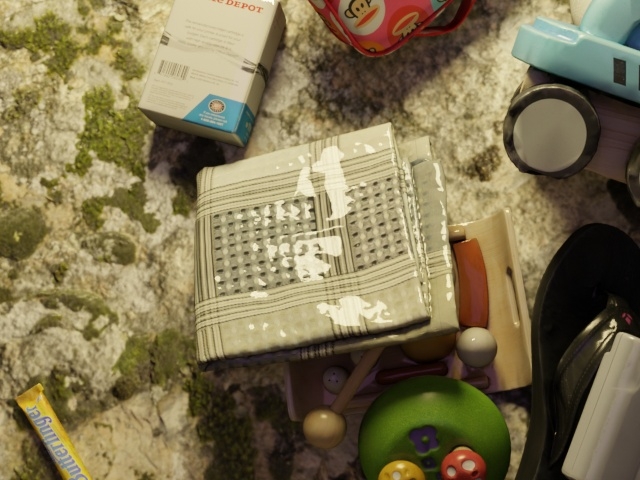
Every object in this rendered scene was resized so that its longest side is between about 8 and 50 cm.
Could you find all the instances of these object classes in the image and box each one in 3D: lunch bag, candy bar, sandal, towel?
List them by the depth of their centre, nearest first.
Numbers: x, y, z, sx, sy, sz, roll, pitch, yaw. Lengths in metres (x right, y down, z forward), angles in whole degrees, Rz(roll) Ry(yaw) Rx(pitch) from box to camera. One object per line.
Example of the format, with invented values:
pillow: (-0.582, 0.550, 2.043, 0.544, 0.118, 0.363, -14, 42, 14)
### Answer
sandal: (0.320, 0.202, 1.268, 0.167, 0.107, 0.446, 12, 85, -20)
towel: (0.000, 0.000, 1.348, 0.324, 0.056, 0.312, -10, 51, 7)
lunch bag: (0.111, -0.381, 1.404, 0.293, 0.120, 0.258, -39, 116, 0)
candy bar: (-0.342, 0.262, 1.436, 0.040, 0.018, 0.161, -34, 75, 1)

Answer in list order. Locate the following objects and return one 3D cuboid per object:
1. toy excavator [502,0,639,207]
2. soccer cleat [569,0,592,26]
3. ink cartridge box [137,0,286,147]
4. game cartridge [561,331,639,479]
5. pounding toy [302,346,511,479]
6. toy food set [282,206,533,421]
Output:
toy excavator: (0.453, -0.246, 1.223, 0.433, 0.222, 0.445, 19, 108, 8)
soccer cleat: (0.459, -0.352, 1.353, 0.331, 0.116, 0.143, -23, 79, 18)
ink cartridge box: (-0.141, -0.236, 1.470, 0.139, 0.082, 0.191, 16, 81, 11)
game cartridge: (0.418, 0.241, 1.226, 0.294, 0.060, 0.196, 22, 91, -18)
pounding toy: (0.108, 0.243, 1.277, 0.237, 0.110, 0.183, 38, 106, -4)
toy food set: (0.099, 0.091, 1.360, 0.306, 0.092, 0.220, -9, 78, 7)
